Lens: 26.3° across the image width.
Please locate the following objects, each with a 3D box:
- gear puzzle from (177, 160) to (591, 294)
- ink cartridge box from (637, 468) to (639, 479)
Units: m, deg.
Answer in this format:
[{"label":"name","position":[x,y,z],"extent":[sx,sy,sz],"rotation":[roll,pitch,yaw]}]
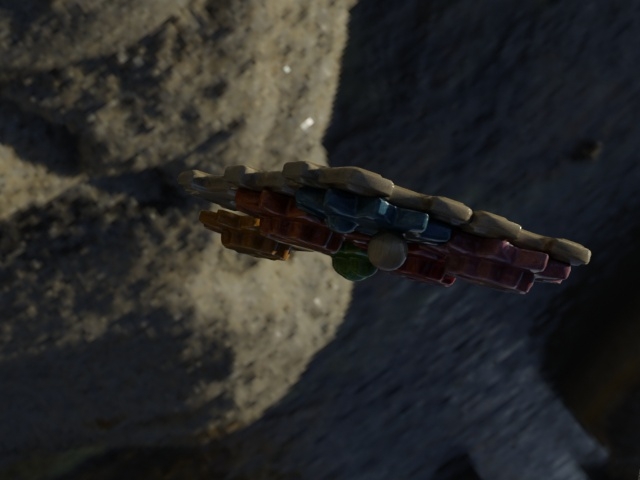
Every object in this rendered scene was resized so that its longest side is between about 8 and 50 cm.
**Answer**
[{"label":"gear puzzle","position":[0.000,0.000,0.852],"extent":[0.175,0.339,0.044],"rotation":[17,83,-25]},{"label":"ink cartridge box","position":[0.222,0.169,0.623],"extent":[0.211,0.121,0.289],"rotation":[-37,142,-36]}]
